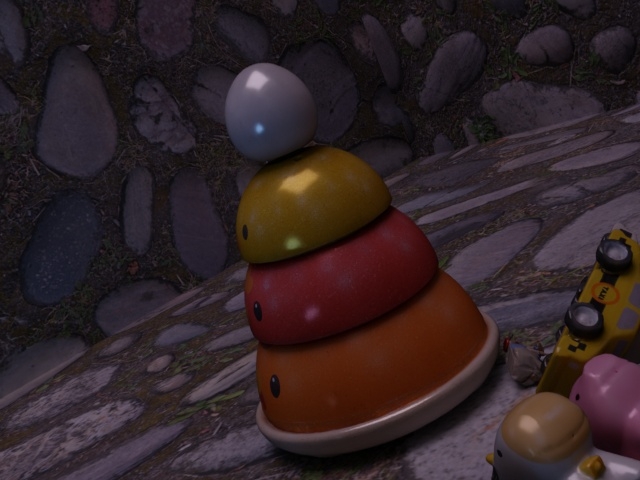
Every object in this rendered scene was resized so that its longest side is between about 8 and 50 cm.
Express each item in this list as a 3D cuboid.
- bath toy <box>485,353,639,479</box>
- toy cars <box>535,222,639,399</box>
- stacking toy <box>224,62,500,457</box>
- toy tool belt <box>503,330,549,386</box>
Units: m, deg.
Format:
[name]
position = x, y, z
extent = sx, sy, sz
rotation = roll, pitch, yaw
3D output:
[bath toy]
position = 0.247, 0.165, 0.646
extent = 0.348, 0.152, 0.129
rotation = -25, -1, -31
[toy cars]
position = 0.326, 0.079, 0.875
extent = 0.087, 0.177, 0.393
rotation = 26, 12, 18
[stacking toy]
position = 0.000, 0.000, 1.029
extent = 0.350, 0.480, 0.350
rotation = -22, 10, 4
[toy tool belt]
position = 0.258, 0.147, 0.968
extent = 0.051, 0.052, 0.083
rotation = 9, 17, 2
